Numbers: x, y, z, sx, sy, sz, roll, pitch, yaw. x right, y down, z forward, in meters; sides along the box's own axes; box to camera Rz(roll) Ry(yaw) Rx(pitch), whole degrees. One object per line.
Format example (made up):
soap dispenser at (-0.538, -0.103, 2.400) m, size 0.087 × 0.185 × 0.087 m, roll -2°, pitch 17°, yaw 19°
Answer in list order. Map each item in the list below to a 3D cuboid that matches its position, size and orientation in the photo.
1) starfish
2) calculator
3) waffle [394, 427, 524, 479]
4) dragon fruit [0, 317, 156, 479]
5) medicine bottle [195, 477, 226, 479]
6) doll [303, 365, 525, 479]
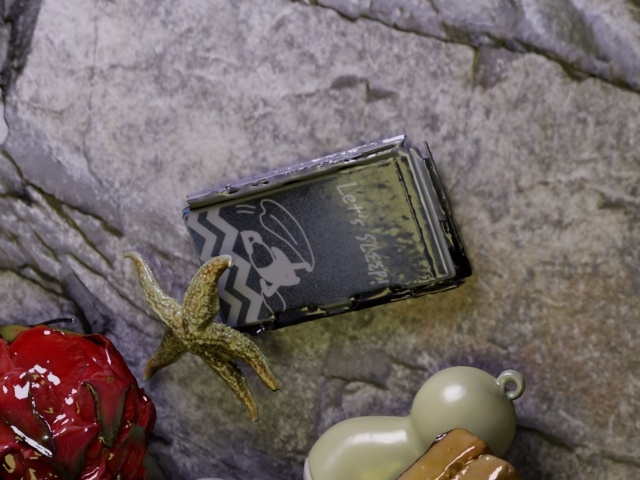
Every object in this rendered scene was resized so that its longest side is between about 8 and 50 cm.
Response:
starfish at (-0.133, 0.097, 1.390) m, size 0.223 × 0.050 × 0.217 m, roll 48°, pitch 137°, yaw 8°
calculator at (0.000, 0.000, 1.328) m, size 0.274 × 0.028 × 0.166 m, roll -13°, pitch 107°, yaw 22°
waffle at (0.145, 0.354, 1.293) m, size 0.224 × 0.098 × 0.328 m, roll -40°, pitch 125°, yaw -9°
dragon fruit at (-0.301, 0.181, 1.401) m, size 0.293 × 0.233 × 0.234 m, roll 46°, pitch 120°, yaw 19°
medicine bottle at (-0.135, 0.418, 1.463) m, size 0.282 × 0.123 × 0.375 m, roll 45°, pitch 132°, yaw -1°
doll at (0.090, 0.222, 1.357) m, size 0.296 × 0.117 × 0.141 m, roll -36°, pitch 79°, yaw 15°
